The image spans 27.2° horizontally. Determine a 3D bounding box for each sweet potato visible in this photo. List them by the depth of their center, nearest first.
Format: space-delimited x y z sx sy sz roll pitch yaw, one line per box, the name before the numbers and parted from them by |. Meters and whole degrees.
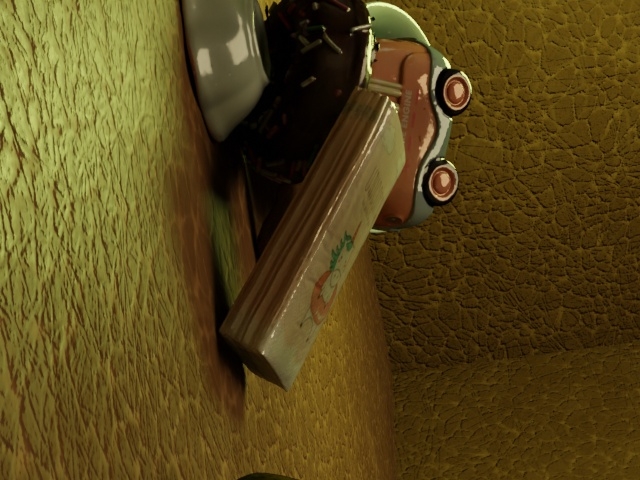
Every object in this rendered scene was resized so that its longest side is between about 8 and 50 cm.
sweet potato | -0.048 -0.018 1.750 0.051 0.065 0.218 -113 -148 -77

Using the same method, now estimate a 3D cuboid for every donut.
donut | -0.026 -0.200 1.653 0.270 0.103 0.269 -43 -142 47

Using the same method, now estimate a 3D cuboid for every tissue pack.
tissue pack | 0.000 0.000 1.507 0.325 0.071 0.170 -62 162 -16

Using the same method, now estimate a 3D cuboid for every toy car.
toy car | 0.065 -0.153 1.816 0.180 0.212 0.270 9 -89 55

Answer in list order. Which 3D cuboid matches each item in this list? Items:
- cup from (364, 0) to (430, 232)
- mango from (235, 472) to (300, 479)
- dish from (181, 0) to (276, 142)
cup | 0.031 -0.187 2.032 0.347 0.163 0.347 -5 97 -51
mango | 0.004 0.363 1.143 0.264 0.221 0.378 -82 154 -53
dish | -0.100 -0.231 1.553 0.229 0.081 0.229 -7 90 -84
